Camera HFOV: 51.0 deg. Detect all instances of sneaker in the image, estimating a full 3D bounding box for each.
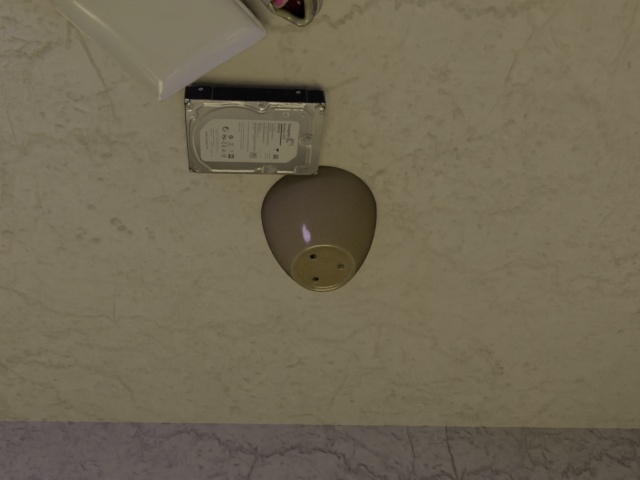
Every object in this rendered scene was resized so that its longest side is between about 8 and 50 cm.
[{"bbox_3d":[-0.097,-0.554,1.438,0.252,0.111,0.103,30,122,-25],"label":"sneaker"}]

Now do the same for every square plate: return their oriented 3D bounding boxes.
[{"bbox_3d":[-0.349,-0.500,1.469,0.347,0.049,0.344,-23,136,27],"label":"square plate"}]

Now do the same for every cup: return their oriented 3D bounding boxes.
[{"bbox_3d":[0.000,0.000,1.825,0.330,0.237,0.331,-1,130,-2],"label":"cup"}]

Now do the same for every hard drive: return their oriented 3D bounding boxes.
[{"bbox_3d":[-0.164,-0.268,1.679,0.338,0.064,0.237,0,138,-8],"label":"hard drive"}]
